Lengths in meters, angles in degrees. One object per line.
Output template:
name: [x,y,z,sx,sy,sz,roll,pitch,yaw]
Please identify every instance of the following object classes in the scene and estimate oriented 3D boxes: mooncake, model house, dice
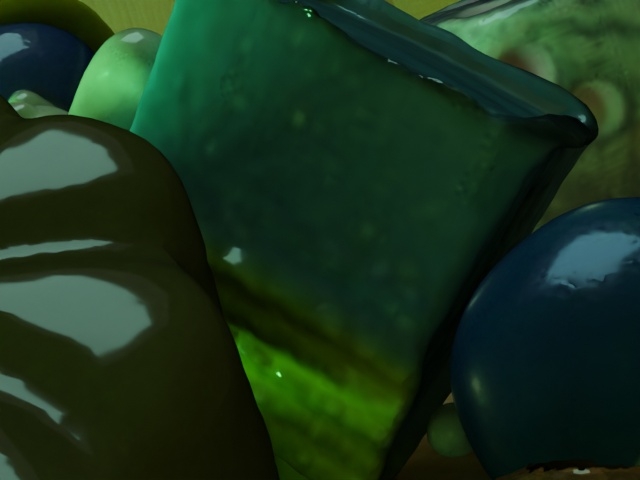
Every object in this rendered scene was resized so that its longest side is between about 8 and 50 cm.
mooncake: [-0.206,0.089,0.520,0.378,0.201,0.378,-3,42,3]
model house: [0.000,0.000,0.727,0.237,0.303,0.215,31,11,14]
dice: [0.262,-0.154,1.327,0.271,0.270,0.270,-20,13,-3]

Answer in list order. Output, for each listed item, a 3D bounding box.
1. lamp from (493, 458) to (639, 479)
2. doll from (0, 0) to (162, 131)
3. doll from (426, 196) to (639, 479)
lamp: [0.080,0.129,0.346,0.136,0.136,0.136,-18,8,3]
doll: [-0.222,-0.029,0.828,0.311,0.159,0.242,-52,50,2]
doll: [0.150,0.072,0.610,0.215,0.161,0.257,-31,-11,10]
